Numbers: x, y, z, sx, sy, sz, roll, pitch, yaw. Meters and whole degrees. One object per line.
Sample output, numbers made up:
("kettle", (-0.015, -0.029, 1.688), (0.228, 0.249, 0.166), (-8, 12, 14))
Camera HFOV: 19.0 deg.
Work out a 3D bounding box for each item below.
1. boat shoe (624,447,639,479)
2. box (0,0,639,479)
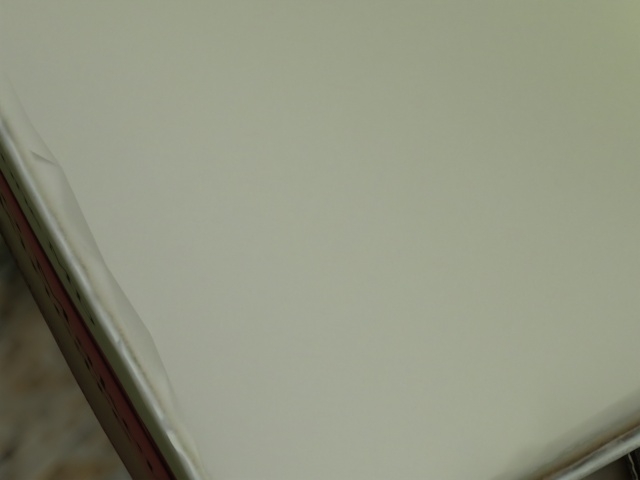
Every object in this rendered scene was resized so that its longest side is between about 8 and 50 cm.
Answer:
("boat shoe", (0.101, 0.029, 0.555), (0.056, 0.049, 0.152), (-12, 98, -39))
("box", (0.000, 0.000, 0.456), (0.127, 0.232, 0.149), (-28, 83, -10))
